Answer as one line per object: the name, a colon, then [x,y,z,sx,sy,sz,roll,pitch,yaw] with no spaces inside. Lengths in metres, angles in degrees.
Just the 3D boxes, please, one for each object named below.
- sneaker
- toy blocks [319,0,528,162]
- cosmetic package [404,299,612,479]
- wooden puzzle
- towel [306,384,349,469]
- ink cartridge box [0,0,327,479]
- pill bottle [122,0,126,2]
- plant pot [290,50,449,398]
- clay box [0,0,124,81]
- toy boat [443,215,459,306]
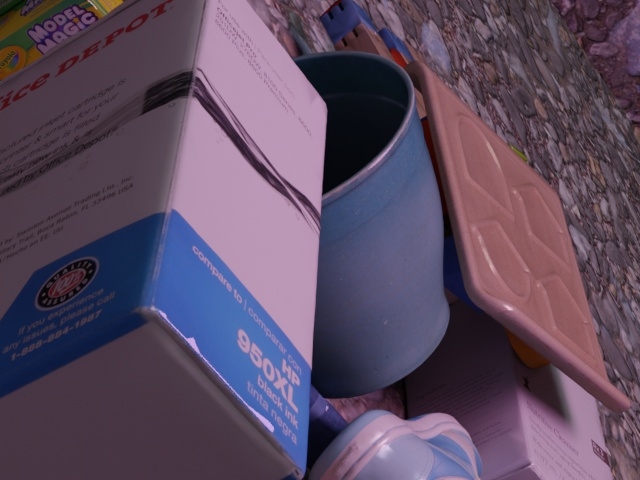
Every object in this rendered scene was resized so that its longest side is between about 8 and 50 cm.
sneaker: [0.127,0.270,1.503,0.208,0.127,0.319,42,11,23]
toy blocks: [0.116,-0.156,2.034,0.381,0.191,0.261,29,28,-52]
cosmetic package: [0.214,0.186,1.848,0.217,0.156,0.385,42,31,-36]
wooden puzzle: [0.199,0.007,1.731,0.322,0.080,0.348,37,30,-47]
towel: [-0.020,0.165,1.484,0.119,0.067,0.029,48,28,-30]
ink cartridge box: [-0.157,0.023,1.067,0.166,0.285,0.395,50,26,-30]
pill bottle: [-0.159,-0.250,1.605,0.184,0.103,0.103,62,23,-1]
plant pot: [0.000,0.000,1.494,0.271,0.272,0.255,-85,155,-53]
clay box: [-0.203,-0.147,1.363,0.222,0.127,0.053,44,28,-36]
toy boat: [0.055,-0.007,1.727,0.231,0.151,0.151,40,35,-44]
